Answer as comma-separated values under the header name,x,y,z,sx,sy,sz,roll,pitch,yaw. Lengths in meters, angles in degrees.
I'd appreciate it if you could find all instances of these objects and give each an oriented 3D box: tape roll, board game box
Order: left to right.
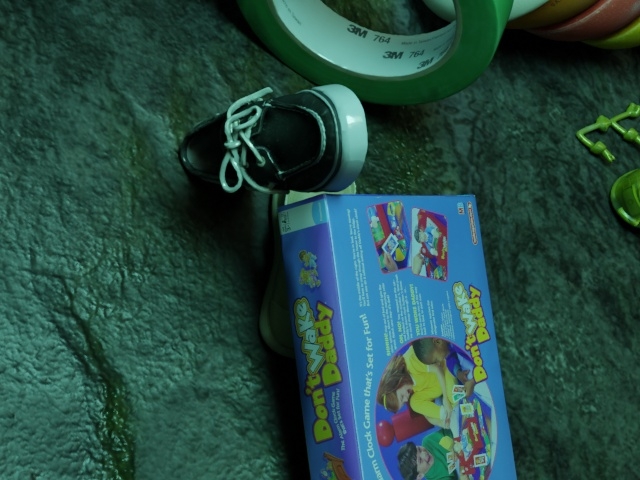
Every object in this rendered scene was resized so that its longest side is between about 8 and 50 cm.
name,x,y,z,sx,sy,sz,roll,pitch,yaw
tape roll,0.057,-0.293,1.659,0.321,0.321,0.077,33,55,-12
board game box,0.086,0.126,1.548,0.233,0.078,0.347,0,80,-42

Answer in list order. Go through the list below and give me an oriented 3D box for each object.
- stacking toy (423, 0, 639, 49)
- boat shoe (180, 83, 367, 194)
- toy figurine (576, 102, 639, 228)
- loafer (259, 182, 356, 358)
name,x,y,z,sx,sy,sz,roll,pitch,yaw
stacking toy,0.379,-0.365,1.948,0.480,0.351,0.350,26,54,-40
boat shoe,-0.059,-0.103,1.520,0.105,0.306,0.113,-7,98,-27
toy figurine,0.552,-0.164,1.944,0.362,0.217,0.191,-19,77,-35
loafer,0.000,0.000,1.624,0.102,0.092,0.268,19,61,-24
